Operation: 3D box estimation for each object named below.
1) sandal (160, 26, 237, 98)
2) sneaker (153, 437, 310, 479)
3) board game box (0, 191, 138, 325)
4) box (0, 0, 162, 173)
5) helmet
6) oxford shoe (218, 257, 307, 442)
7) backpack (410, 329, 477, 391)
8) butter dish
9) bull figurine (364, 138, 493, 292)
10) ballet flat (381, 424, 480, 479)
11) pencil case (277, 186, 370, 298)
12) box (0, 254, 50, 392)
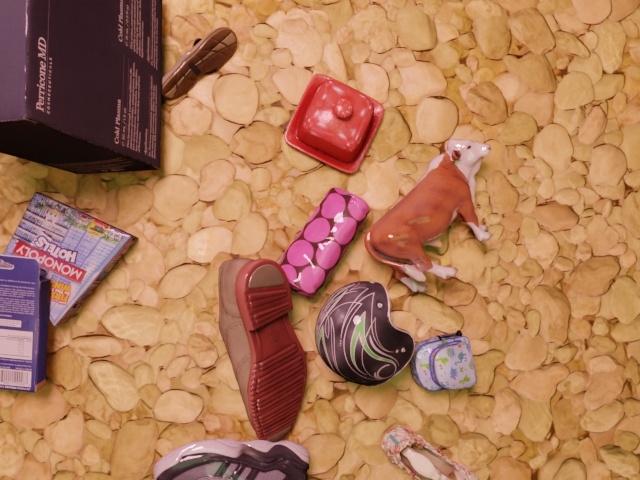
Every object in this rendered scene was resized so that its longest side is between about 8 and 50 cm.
[{"bbox_3d":[-0.235,-0.340,0.887,0.180,0.072,0.049,-41,71,-3],"label":"sandal"},{"bbox_3d":[-0.134,0.416,0.773,0.268,0.153,0.101,8,130,-21],"label":"sneaker"},{"bbox_3d":[-0.460,0.039,0.837,0.194,0.060,0.194,25,84,-5],"label":"board game box"},{"bbox_3d":[-0.397,-0.300,0.719,0.178,0.312,0.344,-1,87,9],"label":"box"},{"bbox_3d":[0.070,0.160,0.845,0.169,0.169,0.161,-45,109,-7],"label":"helmet"},{"bbox_3d":[-0.112,0.195,0.860,0.123,0.130,0.349,-13,104,-42],"label":"oxford shoe"},{"bbox_3d":[0.232,0.233,0.899,0.114,0.084,0.105,-8,86,-4],"label":"backpack"},{"bbox_3d":[0.033,-0.230,0.881,0.160,0.118,0.160,26,85,-5],"label":"butter dish"},{"bbox_3d":[0.226,-0.050,0.904,0.310,0.101,0.188,-42,94,-7],"label":"bull figurine"},{"bbox_3d":[0.219,0.442,0.890,0.241,0.077,0.091,34,83,-5],"label":"ballet flat"},{"bbox_3d":[0.000,0.000,0.884,0.098,0.095,0.209,31,80,32],"label":"pencil case"},{"bbox_3d":[-0.526,0.133,0.788,0.136,0.036,0.225,6,96,1],"label":"box"}]
